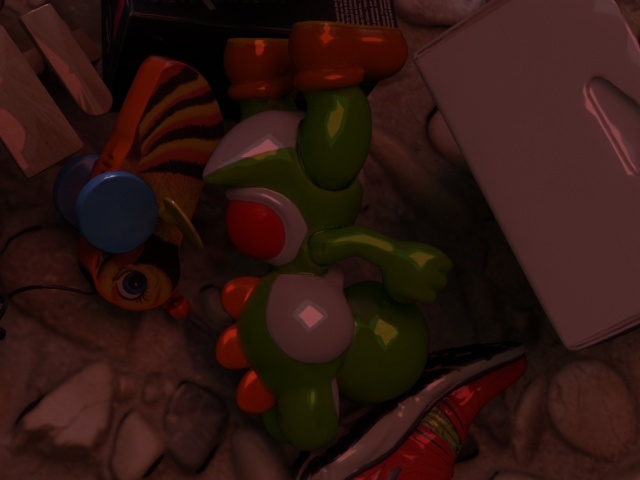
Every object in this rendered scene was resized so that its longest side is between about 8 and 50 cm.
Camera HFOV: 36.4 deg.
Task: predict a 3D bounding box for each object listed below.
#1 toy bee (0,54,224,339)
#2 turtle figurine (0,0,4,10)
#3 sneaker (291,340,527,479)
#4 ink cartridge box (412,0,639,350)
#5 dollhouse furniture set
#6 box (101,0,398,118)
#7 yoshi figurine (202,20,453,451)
[{"bbox_3d":[-0.170,-0.009,0.885,0.162,0.298,0.195,35,18,-34],"label":"toy bee"},{"bbox_3d":[-0.373,-0.199,0.891,0.234,0.118,0.175,-42,46,-18],"label":"turtle figurine"},{"bbox_3d":[0.097,0.190,0.927,0.279,0.107,0.118,-31,99,-26],"label":"sneaker"},{"bbox_3d":[0.268,-0.061,0.925,0.286,0.166,0.395,64,18,14],"label":"ink cartridge box"},{"bbox_3d":[-0.256,-0.120,0.894,0.144,0.151,0.123,-36,94,-30],"label":"dollhouse furniture set"},{"bbox_3d":[-0.077,-0.222,0.991,0.270,0.165,0.144,2,65,-20],"label":"box"},{"bbox_3d":[0.016,-0.002,0.868,0.202,0.203,0.363,1,94,7],"label":"yoshi figurine"}]
